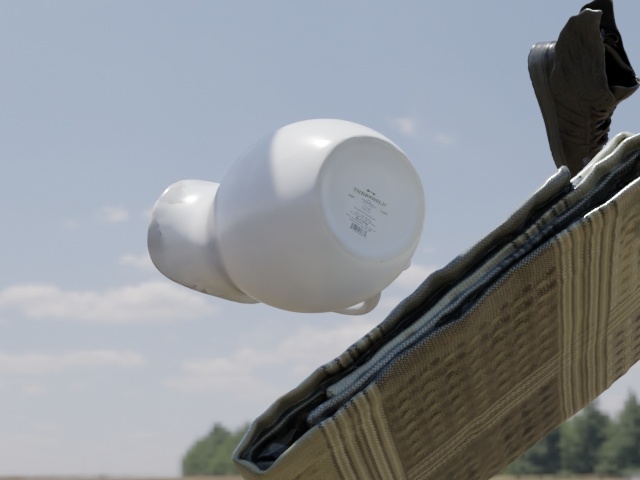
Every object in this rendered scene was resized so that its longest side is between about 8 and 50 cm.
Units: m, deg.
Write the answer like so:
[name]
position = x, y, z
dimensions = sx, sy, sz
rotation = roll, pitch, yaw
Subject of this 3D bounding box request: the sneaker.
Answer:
[sneaker]
position = 0.230, -0.119, 1.220
dimensions = 0.089, 0.170, 0.051
rotation = -2, 29, 44

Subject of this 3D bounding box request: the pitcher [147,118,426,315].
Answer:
[pitcher]
position = 0.000, 0.000, 0.991
dimensions = 0.177, 0.126, 0.207
rotation = 25, -21, -26

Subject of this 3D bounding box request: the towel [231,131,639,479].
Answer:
[towel]
position = 0.093, 0.086, 0.923
dimensions = 0.312, 0.056, 0.324
rotation = -36, -26, -9
